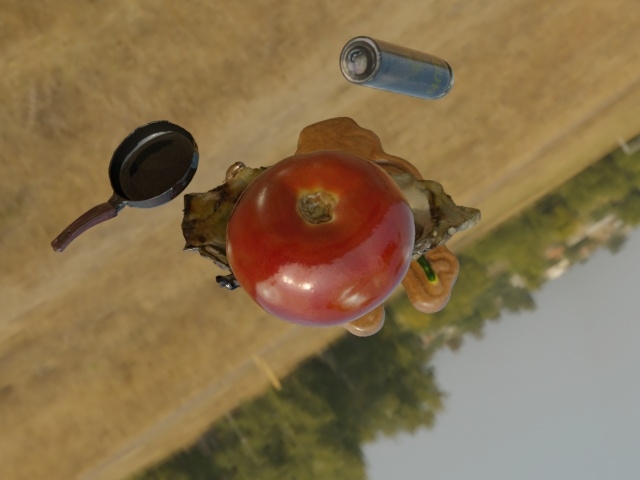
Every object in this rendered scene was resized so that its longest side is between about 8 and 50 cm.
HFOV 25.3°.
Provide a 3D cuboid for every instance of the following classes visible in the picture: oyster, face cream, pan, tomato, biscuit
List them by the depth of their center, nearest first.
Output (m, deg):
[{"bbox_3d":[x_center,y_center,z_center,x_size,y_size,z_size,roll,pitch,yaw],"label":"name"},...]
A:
[{"bbox_3d":[0.000,0.000,1.459,0.195,0.195,0.136,-31,152,-19],"label":"tomato"},{"bbox_3d":[-0.227,-0.053,1.661,0.212,0.115,0.040,-46,141,-16],"label":"pan"},{"bbox_3d":[0.008,-0.023,1.755,0.361,0.221,0.096,-12,139,-6],"label":"oyster"},{"bbox_3d":[0.058,-0.031,1.967,0.202,0.334,0.047,-16,151,-9],"label":"biscuit"},{"bbox_3d":[0.128,-0.261,2.203,0.073,0.073,0.283,-35,162,26],"label":"face cream"}]
